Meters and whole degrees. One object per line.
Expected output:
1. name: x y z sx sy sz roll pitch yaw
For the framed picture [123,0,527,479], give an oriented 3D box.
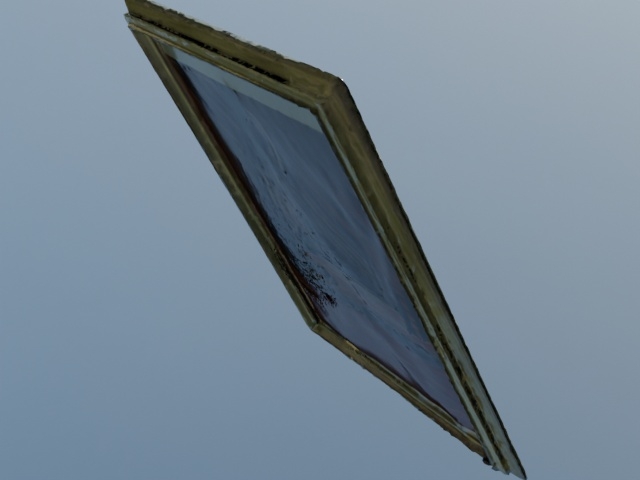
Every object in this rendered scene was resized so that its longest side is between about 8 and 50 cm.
1. framed picture: 0.000 0.000 0.637 0.016 0.273 0.216 -39 -144 -15
